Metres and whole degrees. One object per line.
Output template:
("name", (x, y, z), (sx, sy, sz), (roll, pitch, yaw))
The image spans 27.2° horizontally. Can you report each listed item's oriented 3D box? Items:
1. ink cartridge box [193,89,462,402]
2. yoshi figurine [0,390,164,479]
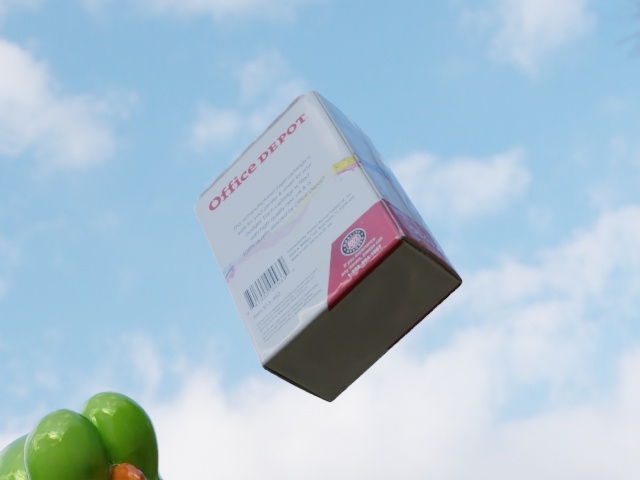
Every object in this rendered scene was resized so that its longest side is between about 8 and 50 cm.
("ink cartridge box", (0.000, 0.000, 0.901), (0.127, 0.175, 0.072), (-44, -48, 15))
("yoshi figurine", (-0.135, 0.270, 0.886), (0.203, 0.362, 0.203), (-7, 11, 18))
